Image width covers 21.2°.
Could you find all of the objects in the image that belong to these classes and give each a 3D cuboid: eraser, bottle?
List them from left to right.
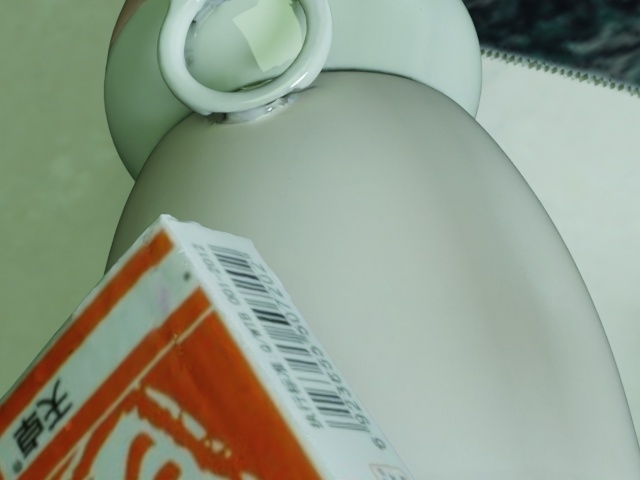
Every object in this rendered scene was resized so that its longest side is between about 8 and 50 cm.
[{"bbox_3d":[-0.018,0.129,0.350,0.157,0.038,0.230,-48,55,20],"label":"eraser"},{"bbox_3d":[0.000,0.000,0.499,0.147,0.147,0.236,-13,61,4],"label":"bottle"}]
